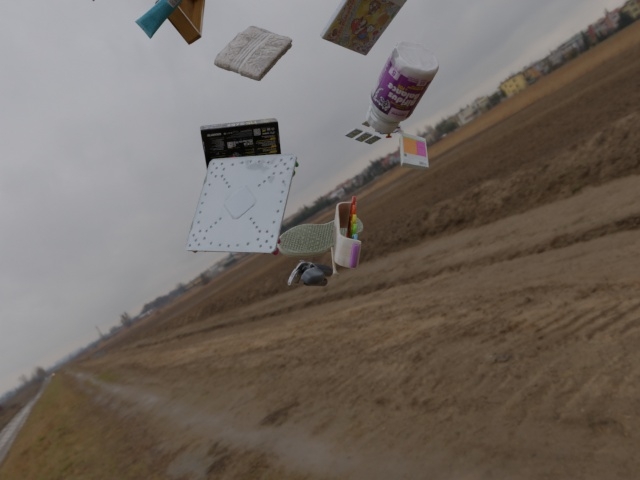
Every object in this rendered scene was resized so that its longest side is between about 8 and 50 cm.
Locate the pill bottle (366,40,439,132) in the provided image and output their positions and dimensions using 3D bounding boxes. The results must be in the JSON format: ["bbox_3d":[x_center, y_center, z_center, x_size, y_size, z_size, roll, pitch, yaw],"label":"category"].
[{"bbox_3d":[0.273,-0.526,1.796,0.169,0.169,0.301,-34,-17,-35],"label":"pill bottle"}]

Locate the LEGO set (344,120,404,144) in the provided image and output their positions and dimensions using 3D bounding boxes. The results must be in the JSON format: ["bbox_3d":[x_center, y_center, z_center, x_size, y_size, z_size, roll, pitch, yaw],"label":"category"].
[{"bbox_3d":[0.259,-0.496,2.347,0.183,0.060,0.244,11,-23,-41],"label":"LEGO set"}]

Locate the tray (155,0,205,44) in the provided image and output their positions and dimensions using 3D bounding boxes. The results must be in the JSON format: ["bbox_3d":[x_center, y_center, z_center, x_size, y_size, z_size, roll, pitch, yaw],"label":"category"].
[{"bbox_3d":[-0.586,-1.020,2.170,0.076,0.203,0.410,-26,45,17],"label":"tray"}]

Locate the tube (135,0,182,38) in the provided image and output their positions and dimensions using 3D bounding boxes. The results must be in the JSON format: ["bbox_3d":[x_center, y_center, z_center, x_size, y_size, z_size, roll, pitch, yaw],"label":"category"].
[{"bbox_3d":[-0.604,-0.866,1.938,0.207,0.080,0.052,-38,13,14],"label":"tube"}]

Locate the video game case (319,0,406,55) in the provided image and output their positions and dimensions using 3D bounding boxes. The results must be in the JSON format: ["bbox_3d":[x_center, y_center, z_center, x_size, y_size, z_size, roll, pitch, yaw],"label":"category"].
[{"bbox_3d":[0.138,-0.712,1.633,0.207,0.026,0.227,3,-38,-41],"label":"video game case"}]

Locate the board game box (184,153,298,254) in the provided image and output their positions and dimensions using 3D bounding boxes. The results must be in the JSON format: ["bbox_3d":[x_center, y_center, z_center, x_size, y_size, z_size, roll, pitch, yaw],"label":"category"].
[{"bbox_3d":[-0.287,-0.131,1.894,0.391,0.389,0.050,1,-23,26],"label":"board game box"}]

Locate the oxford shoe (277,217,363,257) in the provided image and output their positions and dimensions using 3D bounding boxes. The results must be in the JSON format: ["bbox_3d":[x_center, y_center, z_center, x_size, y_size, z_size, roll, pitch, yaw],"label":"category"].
[{"bbox_3d":[0.000,0.000,2.317,0.450,0.169,0.130,-17,-24,-35],"label":"oxford shoe"}]

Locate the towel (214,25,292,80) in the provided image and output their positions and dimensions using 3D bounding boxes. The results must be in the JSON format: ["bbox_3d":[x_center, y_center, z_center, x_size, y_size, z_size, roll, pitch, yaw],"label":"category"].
[{"bbox_3d":[-0.238,-0.689,1.867,0.049,0.187,0.282,98,-164,-52],"label":"towel"}]

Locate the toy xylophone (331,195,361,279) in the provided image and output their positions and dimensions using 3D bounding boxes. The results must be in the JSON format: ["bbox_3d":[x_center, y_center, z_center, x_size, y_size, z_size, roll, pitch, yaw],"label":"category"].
[{"bbox_3d":[0.090,-0.005,1.888,0.081,0.236,0.322,5,40,-3],"label":"toy xylophone"}]

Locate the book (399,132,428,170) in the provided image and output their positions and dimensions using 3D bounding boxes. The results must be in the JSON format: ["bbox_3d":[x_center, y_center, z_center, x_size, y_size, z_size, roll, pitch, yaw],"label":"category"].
[{"bbox_3d":[0.335,-0.317,1.834,0.035,0.097,0.144,109,168,-54],"label":"book"}]

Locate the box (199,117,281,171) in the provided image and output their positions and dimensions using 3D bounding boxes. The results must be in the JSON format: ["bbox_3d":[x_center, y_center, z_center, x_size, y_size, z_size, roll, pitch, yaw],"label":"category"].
[{"bbox_3d":[-0.326,-0.366,2.149,0.323,0.256,0.079,-9,28,-9],"label":"box"}]

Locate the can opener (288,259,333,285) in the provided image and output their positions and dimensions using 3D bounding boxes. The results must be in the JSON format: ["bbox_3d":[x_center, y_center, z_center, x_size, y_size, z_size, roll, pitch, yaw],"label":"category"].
[{"bbox_3d":[-0.013,0.114,1.540,0.075,0.095,0.283,-61,-21,5],"label":"can opener"}]
